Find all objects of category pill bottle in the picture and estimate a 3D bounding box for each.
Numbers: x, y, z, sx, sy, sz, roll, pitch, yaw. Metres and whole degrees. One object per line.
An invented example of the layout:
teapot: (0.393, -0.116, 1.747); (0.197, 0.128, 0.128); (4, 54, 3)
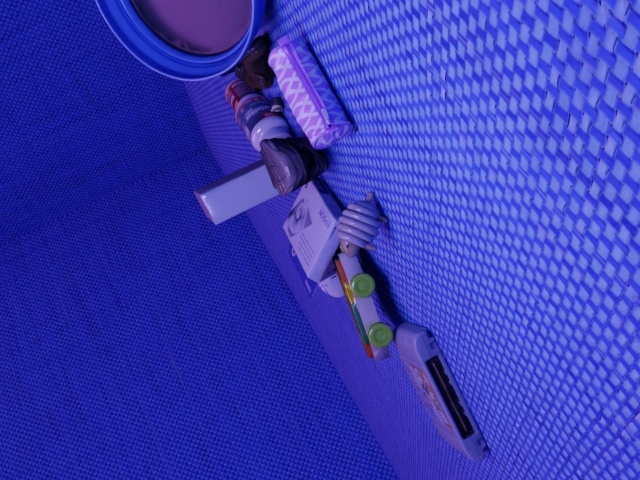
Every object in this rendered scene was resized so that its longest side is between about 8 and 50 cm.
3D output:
pill bottle: (-0.203, -0.383, 1.975); (0.152, 0.086, 0.086); (54, 167, 44)
pill bottle: (-0.140, -0.288, 1.826); (0.180, 0.108, 0.108); (54, 167, 41)

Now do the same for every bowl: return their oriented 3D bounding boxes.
bowl: (-0.280, -0.510, 1.387); (0.391, 0.077, 0.391); (16, 130, 20)

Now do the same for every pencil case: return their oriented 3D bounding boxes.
pencil case: (-0.020, -0.264, 1.282); (0.206, 0.086, 0.088); (61, -175, 13)

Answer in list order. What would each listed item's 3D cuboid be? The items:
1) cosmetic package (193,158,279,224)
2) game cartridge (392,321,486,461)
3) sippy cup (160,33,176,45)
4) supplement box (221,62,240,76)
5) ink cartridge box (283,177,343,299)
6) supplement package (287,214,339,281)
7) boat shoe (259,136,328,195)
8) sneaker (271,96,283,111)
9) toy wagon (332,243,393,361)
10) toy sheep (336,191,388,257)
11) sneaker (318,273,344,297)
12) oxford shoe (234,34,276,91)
cosmetic package: (-0.201, -0.155, 1.985); (0.097, 0.284, 0.377); (63, 172, -11)
game cartridge: (0.252, 0.323, 1.544); (0.297, 0.062, 0.198); (64, 167, -3)
sippy cup: (-0.285, -0.572, 1.534); (0.224, 0.305, 0.240); (91, -170, -50)
supplement box: (-0.252, -0.503, 1.915); (0.083, 0.083, 0.056); (60, 169, 27)
ink cartridge box: (-0.027, -0.011, 1.702); (0.224, 0.045, 0.223); (-65, 30, 24)
supplement package: (0.000, 0.000, 1.864); (0.179, 0.105, 0.105); (61, 171, 16)
boat shoe: (-0.059, -0.187, 1.600); (0.355, 0.130, 0.132); (-131, 19, -77)
sneaker: (-0.107, -0.340, 1.762); (0.083, 0.031, 0.035); (-141, 50, -80)
toy wagon: (0.087, 0.109, 1.679); (0.267, 0.068, 0.345); (-129, 19, -84)
toy sheep: (0.077, -0.030, 1.362); (0.091, 0.132, 0.091); (21, 175, 2)
sneaker: (0.006, 0.066, 2.102); (0.237, 0.085, 0.086); (59, 163, 6)
oxford shoe: (-0.137, -0.404, 1.631); (0.096, 0.083, 0.227); (45, 172, -2)
